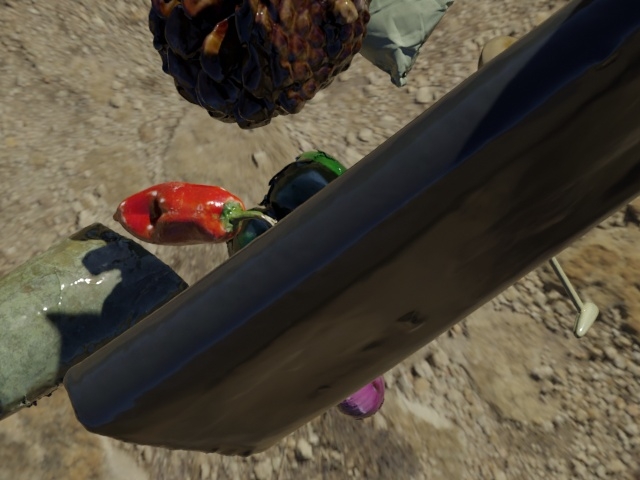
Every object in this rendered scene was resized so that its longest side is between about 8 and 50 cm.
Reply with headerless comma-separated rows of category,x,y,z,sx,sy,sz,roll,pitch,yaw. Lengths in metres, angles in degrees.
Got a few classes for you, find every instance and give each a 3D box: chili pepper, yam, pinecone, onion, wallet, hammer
chili pepper,0.000,0.000,1.911,0.257,0.233,0.248,47,110,14
yam,-0.330,0.092,1.512,0.304,0.168,0.168,-34,98,-21
pinecone,-0.066,-0.269,1.305,0.242,0.296,0.298,39,71,-17
onion,0.033,0.181,1.524,0.104,0.115,0.115,-20,97,12
wallet,0.054,0.004,0.723,0.406,0.228,0.062,-37,62,16
hammer,0.324,0.047,1.623,0.195,0.028,0.060,56,46,-15
chili pepper,-0.121,-0.024,1.047,0.191,0.050,0.059,1,91,36

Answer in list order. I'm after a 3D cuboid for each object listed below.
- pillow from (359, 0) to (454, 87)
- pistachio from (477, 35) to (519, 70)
pillow,0.070,-0.392,1.546,0.280,0.076,0.274,39,114,11
pistachio,0.230,-0.170,1.335,0.113,0.113,0.149,2,52,-4
